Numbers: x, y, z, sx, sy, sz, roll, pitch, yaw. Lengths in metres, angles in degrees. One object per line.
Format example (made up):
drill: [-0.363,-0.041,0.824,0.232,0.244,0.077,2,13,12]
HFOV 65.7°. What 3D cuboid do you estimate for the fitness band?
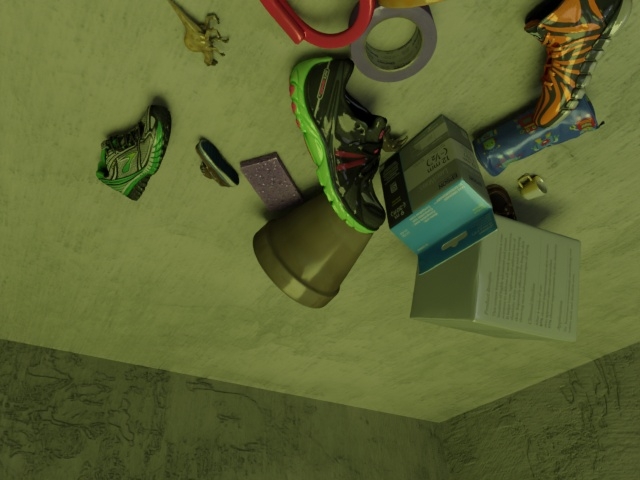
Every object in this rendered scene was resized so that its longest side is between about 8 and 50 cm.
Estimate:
fitness band: [-0.020,-0.513,0.974,0.209,0.054,0.291,-26,119,36]

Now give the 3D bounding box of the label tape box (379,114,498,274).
label tape box: [0.295,-0.121,1.311,0.115,0.347,0.249,25,135,-31]

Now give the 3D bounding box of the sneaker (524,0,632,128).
sneaker: [0.525,-0.421,1.121,0.180,0.124,0.321,12,122,-9]

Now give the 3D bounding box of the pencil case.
pencil case: [0.562,-0.281,1.306,0.306,0.119,0.133,-26,149,28]

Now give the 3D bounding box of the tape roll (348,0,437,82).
tape roll: [0.157,-0.452,1.093,0.189,0.080,0.189,-1,143,-1]

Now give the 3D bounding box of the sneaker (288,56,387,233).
sneaker: [0.084,-0.219,1.234,0.202,0.185,0.482,-18,122,11]

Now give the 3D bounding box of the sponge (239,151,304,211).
sponge: [-0.142,-0.170,1.485,0.117,0.031,0.210,-14,140,15]

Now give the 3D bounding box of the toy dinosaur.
toy dinosaur: [-0.264,-0.454,1.091,0.093,0.053,0.183,-14,141,17]

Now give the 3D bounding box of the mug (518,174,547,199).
mug: [0.648,-0.163,1.526,0.062,0.078,0.064,-15,167,-42]

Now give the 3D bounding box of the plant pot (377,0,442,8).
plant pot: [0.188,-0.549,0.890,0.205,0.205,0.188,-10,126,10]

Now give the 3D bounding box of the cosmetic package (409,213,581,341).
cosmetic package: [0.556,0.130,1.590,0.394,0.329,0.327,15,167,-20]

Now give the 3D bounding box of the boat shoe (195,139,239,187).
boat shoe: [-0.304,-0.206,1.401,0.066,0.066,0.183,-15,141,19]

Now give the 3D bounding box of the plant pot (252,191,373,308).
plant pot: [0.000,0.000,1.527,0.323,0.323,0.280,30,116,-35]

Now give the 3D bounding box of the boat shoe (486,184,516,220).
boat shoe: [0.584,-0.095,1.588,0.073,0.073,0.207,-23,137,27]

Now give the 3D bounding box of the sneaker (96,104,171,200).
sneaker: [-0.496,-0.231,1.304,0.146,0.134,0.343,23,136,-28]

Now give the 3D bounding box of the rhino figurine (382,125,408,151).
rhino figurine: [0.123,-0.248,1.364,0.243,0.073,0.106,-15,139,13]
